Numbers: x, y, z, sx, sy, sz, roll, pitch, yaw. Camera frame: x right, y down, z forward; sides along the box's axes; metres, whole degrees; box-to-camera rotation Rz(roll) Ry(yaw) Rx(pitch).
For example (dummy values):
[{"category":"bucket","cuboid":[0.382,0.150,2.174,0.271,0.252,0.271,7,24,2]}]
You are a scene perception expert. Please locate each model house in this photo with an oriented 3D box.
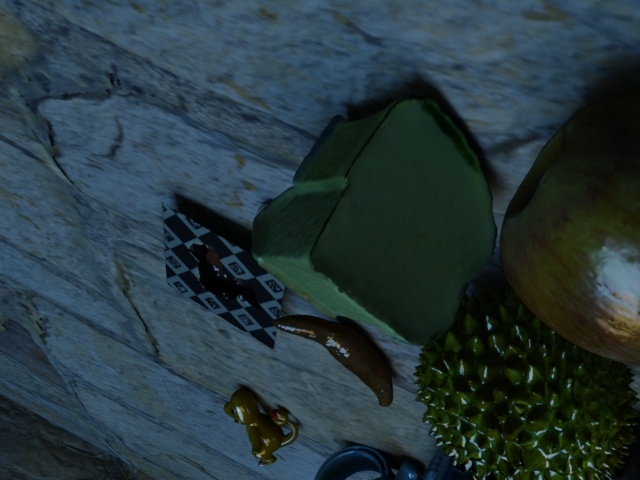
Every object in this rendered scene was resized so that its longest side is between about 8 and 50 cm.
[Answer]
[{"category":"model house","cuboid":[0.048,-0.024,0.820,0.195,0.214,0.189,36,164,-31]}]

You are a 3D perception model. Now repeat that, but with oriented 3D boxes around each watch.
[{"category":"watch","cuboid":[0.092,0.509,1.583,0.193,0.211,0.211,23,152,43]}]

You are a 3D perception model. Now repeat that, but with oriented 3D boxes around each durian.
[{"category":"durian","cuboid":[0.235,0.172,0.919,0.291,0.225,0.291,22,-175,-2]}]

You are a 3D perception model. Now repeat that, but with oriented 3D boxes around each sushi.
[{"category":"sushi","cuboid":[-0.143,0.047,1.227,0.219,0.047,0.231,30,146,12]}]

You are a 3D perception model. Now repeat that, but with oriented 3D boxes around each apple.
[{"category":"apple","cuboid":[0.252,-0.009,0.630,0.187,0.211,0.211,27,150,4]}]

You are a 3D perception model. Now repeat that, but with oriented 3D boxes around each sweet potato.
[{"category":"sweet potato","cuboid":[0.042,0.174,1.227,0.078,0.058,0.255,-37,119,26]}]

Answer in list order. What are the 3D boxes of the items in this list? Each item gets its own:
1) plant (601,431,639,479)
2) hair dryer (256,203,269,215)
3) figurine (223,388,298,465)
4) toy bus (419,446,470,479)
[{"category":"plant","cuboid":[0.431,0.360,1.072,0.146,0.149,0.274,-41,115,20]},{"category":"hair dryer","cuboid":[0.000,0.000,0.995,0.236,0.073,0.131,31,-176,32]},{"category":"figurine","cuboid":[-0.124,0.387,1.682,0.122,0.121,0.176,-29,108,25]},{"category":"toy bus","cuboid":[0.263,0.465,1.373,0.190,0.152,0.312,24,148,11]}]
